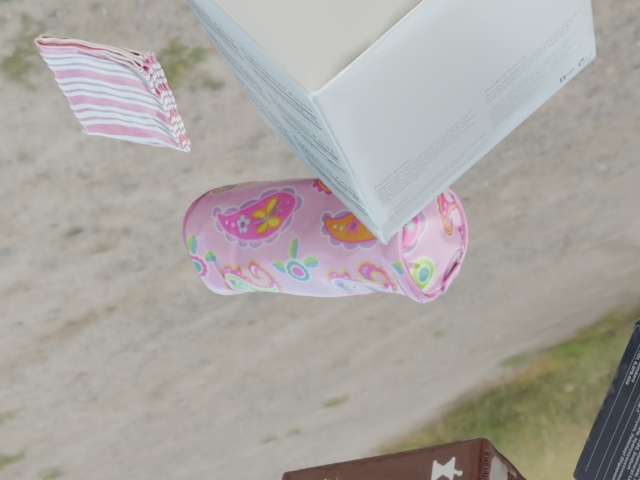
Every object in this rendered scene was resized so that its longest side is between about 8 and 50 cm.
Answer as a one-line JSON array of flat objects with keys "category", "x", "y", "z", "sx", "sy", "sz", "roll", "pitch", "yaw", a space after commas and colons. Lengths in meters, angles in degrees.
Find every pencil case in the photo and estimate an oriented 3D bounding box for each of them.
[{"category": "pencil case", "x": 0.000, "y": 0.000, "z": 1.223, "sx": 0.284, "sy": 0.124, "sz": 0.124, "roll": -1, "pitch": 175, "yaw": 39}]

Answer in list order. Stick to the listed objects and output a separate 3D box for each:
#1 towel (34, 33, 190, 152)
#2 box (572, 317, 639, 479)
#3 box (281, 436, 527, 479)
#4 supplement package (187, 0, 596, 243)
[{"category": "towel", "x": -0.240, "y": -0.166, "z": 1.476, "sx": 0.144, "sy": 0.029, "sz": 0.197, "roll": 11, "pitch": 153, "yaw": 15}, {"category": "box", "x": 0.465, "y": 0.232, "z": 1.121, "sx": 0.343, "sy": 0.312, "sz": 0.179, "roll": 12, "pitch": 105, "yaw": -27}, {"category": "box", "x": 0.081, "y": 0.263, "z": 0.858, "sx": 0.167, "sy": 0.168, "sz": 0.203, "roll": -16, "pitch": 135, "yaw": 31}, {"category": "supplement package", "x": 0.044, "y": -0.143, "z": 0.772, "sx": 0.194, "sy": 0.149, "sz": 0.203, "roll": -42, "pitch": 153, "yaw": -5}]
